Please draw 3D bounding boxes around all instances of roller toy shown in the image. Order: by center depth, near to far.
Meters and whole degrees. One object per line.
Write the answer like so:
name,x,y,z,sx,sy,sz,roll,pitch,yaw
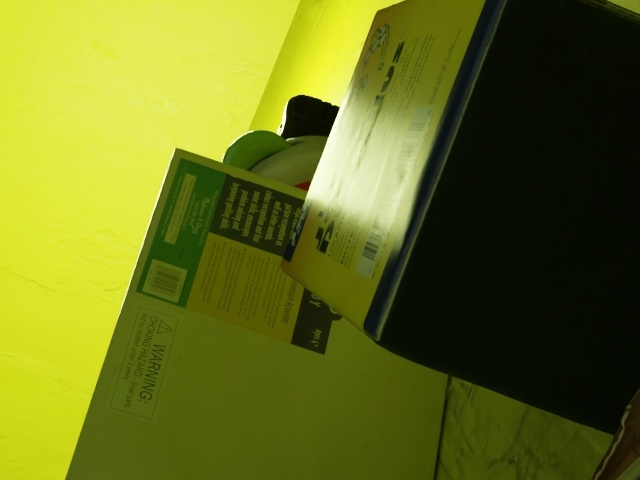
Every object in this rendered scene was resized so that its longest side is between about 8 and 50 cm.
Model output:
roller toy,0.000,0.000,1.496,0.146,0.209,0.191,-118,37,-76

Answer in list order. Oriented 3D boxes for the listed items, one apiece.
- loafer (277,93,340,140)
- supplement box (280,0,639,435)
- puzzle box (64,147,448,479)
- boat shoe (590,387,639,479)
loafer,-0.023,-0.066,1.990,0.366,0.134,0.130,-67,-2,-63
supplement box,0.117,-0.023,0.883,0.356,0.194,0.195,-153,84,-80
puzzle box,-0.037,0.123,1.205,0.052,0.272,0.409,115,171,-48
boat shoe,0.192,0.056,0.591,0.324,0.123,0.120,-56,9,23
